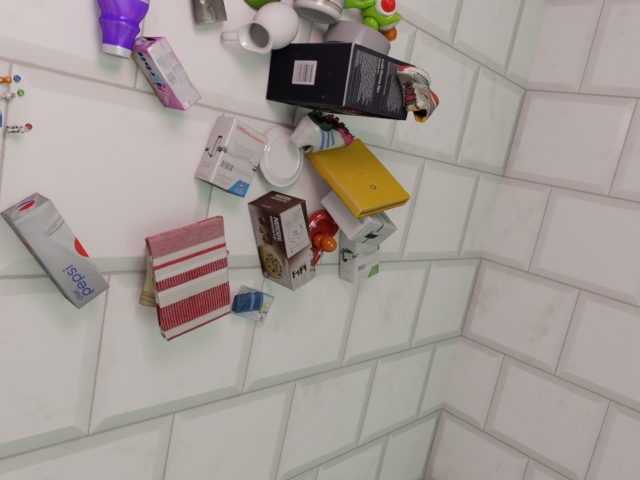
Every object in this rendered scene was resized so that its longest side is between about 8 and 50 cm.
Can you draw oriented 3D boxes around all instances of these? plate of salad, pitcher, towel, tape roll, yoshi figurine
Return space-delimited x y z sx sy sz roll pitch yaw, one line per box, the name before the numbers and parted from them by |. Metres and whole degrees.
plate of salad | -0.135 -0.277 1.725 0.200 0.048 0.199 -7 100 -46
pitcher | -0.168 -0.612 1.491 0.207 0.178 0.125 -54 150 -46
towel | -0.247 0.213 1.772 0.120 0.029 0.067 0 104 -47
towel | -0.371 0.108 1.496 0.237 0.037 0.328 -21 121 -38
tape roll | 0.119 -0.644 1.720 0.219 0.219 0.072 19 91 -49
yoshi figurine | 0.150 -0.832 1.757 0.203 0.203 0.362 -14 142 1

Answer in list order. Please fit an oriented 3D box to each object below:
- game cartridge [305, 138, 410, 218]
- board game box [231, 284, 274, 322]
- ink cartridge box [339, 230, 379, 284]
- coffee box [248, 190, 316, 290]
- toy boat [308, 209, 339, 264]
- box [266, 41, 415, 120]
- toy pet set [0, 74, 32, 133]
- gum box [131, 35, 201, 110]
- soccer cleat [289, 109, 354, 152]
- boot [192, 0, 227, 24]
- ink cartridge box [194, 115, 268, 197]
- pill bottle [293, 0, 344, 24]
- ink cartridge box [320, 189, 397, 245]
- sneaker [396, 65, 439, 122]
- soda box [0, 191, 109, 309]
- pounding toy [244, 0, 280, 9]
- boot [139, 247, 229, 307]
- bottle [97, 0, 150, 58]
game cartridge | 0.131 -0.231 1.851 0.286 0.323 0.052 -17 150 -42
board game box | -0.240 0.226 1.829 0.154 0.026 0.103 29 83 -49
ink cartridge box | 0.164 0.049 2.144 0.160 0.093 0.219 -20 119 -42
coffee box | -0.126 -0.001 1.754 0.119 0.168 0.296 -31 127 -36
toy boat | 0.000 0.000 1.902 0.231 0.151 0.151 -59 138 -12
box | 0.063 -0.495 1.624 0.313 0.343 0.178 -4 107 -46
toy pet set | -0.682 -0.287 1.115 0.114 0.065 0.122 -24 122 -40
gum box | -0.403 -0.432 1.326 0.062 0.107 0.188 -49 135 -23
soccer cleat | 0.002 -0.362 1.784 0.143 0.116 0.331 -43 165 21
boot | -0.331 -0.674 1.346 0.190 0.076 0.208 -21 127 -38
ink cartridge box | -0.267 -0.252 1.562 0.148 0.086 0.203 25 86 -49
pill bottle | 0.018 -0.822 1.590 0.153 0.153 0.264 8 99 -48
ink cartridge box | 0.147 -0.094 1.930 0.114 0.197 0.273 -42 158 17
sneaker | 0.291 -0.443 1.566 0.225 0.088 0.092 40 74 -47
soda box | -0.641 0.029 1.266 0.098 0.091 0.286 -41 132 -29
pounding toy | -0.157 -0.764 1.457 0.237 0.110 0.182 19 91 -49
boot | -0.406 0.102 1.547 0.262 0.095 0.203 3 103 -46
bottle | -0.462 -0.577 1.215 0.118 0.092 0.282 0 105 -47
